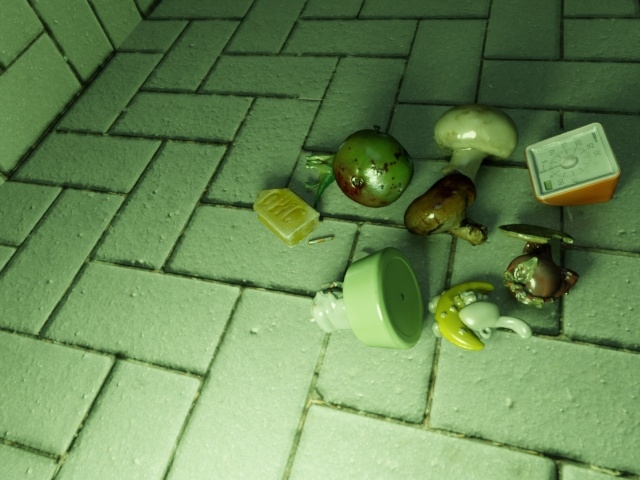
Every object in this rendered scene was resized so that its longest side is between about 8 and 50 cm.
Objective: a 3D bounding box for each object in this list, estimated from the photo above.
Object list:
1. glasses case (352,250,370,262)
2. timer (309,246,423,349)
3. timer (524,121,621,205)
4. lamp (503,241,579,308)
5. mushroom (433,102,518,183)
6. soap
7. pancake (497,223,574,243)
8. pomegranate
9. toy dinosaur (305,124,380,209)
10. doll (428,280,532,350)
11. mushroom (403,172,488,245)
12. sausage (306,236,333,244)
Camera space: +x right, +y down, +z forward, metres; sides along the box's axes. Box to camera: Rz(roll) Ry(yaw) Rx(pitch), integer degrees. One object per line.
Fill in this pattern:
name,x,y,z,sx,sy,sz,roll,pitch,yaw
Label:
glasses case,0.175,0.094,1.603,0.063,0.041,0.164,-39,56,-19
timer,0.106,0.188,1.443,0.316,0.291,0.290,-13,48,31
timer,0.845,-0.243,1.655,0.250,0.161,0.257,-7,53,17
lamp,0.636,0.104,1.454,0.223,0.151,0.215,4,44,-37
mushroom,0.547,-0.338,1.749,0.298,0.297,0.289,15,95,21
soap,-0.136,-0.103,1.788,0.160,0.080,0.257,-39,56,-18
pancake,0.673,-0.025,1.526,0.235,0.029,0.212,2,14,-17
pomegranate,0.215,-0.272,1.732,0.324,0.290,0.291,-31,54,-23
toy dinosaur,0.093,-0.287,1.888,0.301,0.087,0.446,0,55,2
doll,0.446,0.221,1.416,0.252,0.111,0.237,-15,37,2
mushroom,0.398,-0.092,1.615,0.268,0.267,0.254,-10,86,4
sausage,0.000,0.000,1.725,0.100,0.015,0.015,-12,53,3
